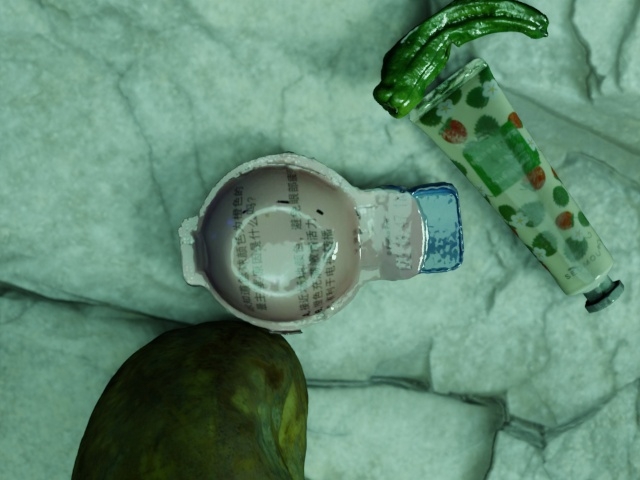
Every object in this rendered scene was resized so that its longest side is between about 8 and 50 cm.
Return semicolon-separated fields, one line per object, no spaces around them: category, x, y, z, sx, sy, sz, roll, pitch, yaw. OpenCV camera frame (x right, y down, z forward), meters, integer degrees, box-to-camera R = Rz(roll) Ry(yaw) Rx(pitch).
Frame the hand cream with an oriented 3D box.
hand cream;0.204;-0.047;1.428;0.095;0.059;0.276;-38;95;7

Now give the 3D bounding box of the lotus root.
lotus root;-0.121;0.234;1.383;0.250;0.346;0.250;0;112;-1

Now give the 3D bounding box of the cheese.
cheese;0.000;0.000;1.443;0.286;0.074;0.189;-7;105;2

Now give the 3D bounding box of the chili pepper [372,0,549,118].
chili pepper;0.128;-0.189;1.391;0.182;0.050;0.073;-30;67;8
